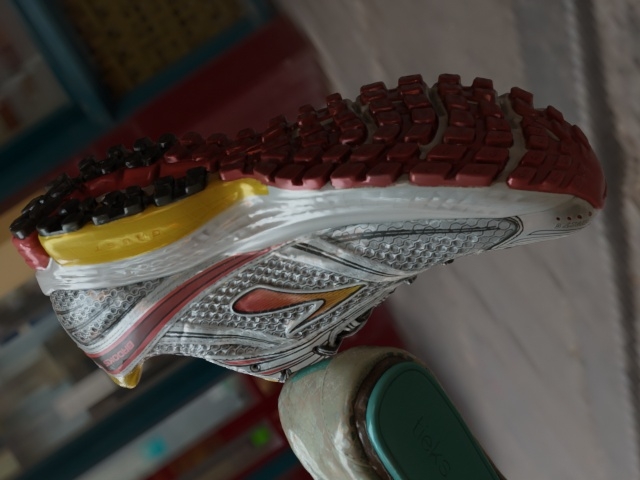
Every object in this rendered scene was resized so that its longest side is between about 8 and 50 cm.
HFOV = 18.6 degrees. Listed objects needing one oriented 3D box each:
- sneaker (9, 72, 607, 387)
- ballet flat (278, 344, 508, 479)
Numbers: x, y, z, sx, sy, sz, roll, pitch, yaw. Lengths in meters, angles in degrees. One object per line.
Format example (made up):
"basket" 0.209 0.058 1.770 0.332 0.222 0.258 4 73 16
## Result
"sneaker" 0.000 0.000 0.736 0.088 0.225 0.092 -61 -45 -56
"ballet flat" 0.044 0.100 0.613 0.052 0.057 0.168 -10 117 48
